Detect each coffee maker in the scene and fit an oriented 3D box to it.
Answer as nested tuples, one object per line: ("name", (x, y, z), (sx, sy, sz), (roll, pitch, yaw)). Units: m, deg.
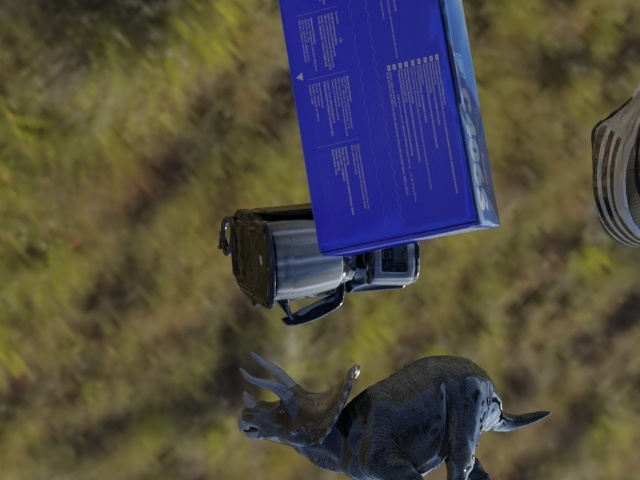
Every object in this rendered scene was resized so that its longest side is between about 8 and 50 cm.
("coffee maker", (0.000, 0.000, 2.084), (0.178, 0.171, 0.120), (-6, 126, -20))

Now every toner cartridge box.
("toner cartridge box", (0.058, -0.168, 1.839), (0.165, 0.348, 0.075), (-11, 175, 21))

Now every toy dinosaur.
("toy dinosaur", (0.090, 0.165, 1.675), (0.313, 0.121, 0.160), (-9, 104, -24))

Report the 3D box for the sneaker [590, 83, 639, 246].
("sneaker", (0.359, -0.193, 1.746), (0.447, 0.169, 0.257), (-63, -167, -14))
